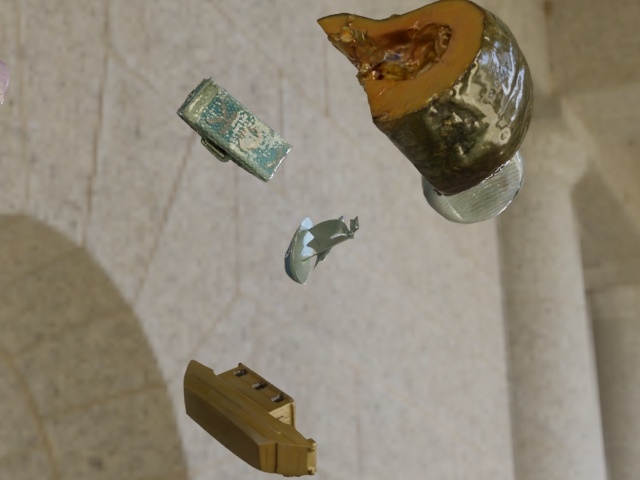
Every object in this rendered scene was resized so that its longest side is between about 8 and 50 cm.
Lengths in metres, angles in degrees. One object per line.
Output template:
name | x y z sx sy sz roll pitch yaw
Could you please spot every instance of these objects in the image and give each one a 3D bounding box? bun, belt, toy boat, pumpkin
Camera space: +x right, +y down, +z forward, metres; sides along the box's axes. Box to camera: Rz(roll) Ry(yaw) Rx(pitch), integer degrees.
bun | 0.198 -0.090 2.161 0.140 0.083 0.141 -8 -55 -12
belt | -0.120 -0.148 2.244 0.163 0.082 0.147 39 -3 -13
toy boat | -0.070 0.181 1.685 0.077 0.057 0.200 -20 34 -33
pumpkin | 0.098 -0.155 1.805 0.280 0.190 0.139 -1 -35 43
toy boat | -0.004 -0.005 2.377 0.034 0.105 0.149 23 -56 -31

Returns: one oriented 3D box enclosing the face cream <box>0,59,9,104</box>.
face cream | -0.521 -0.241 2.047 0.154 0.096 0.274 -40 -45 24
